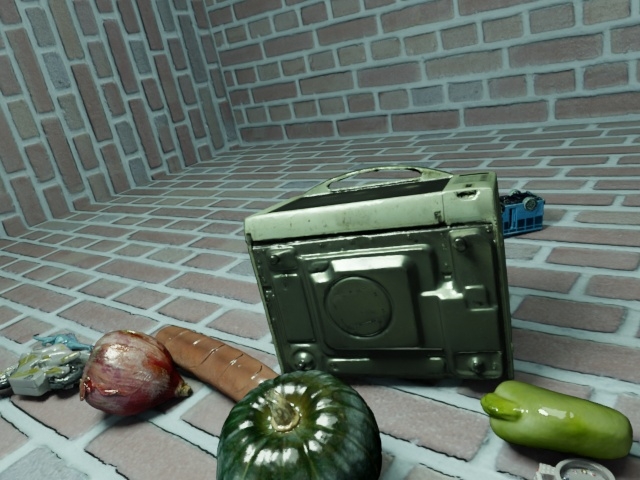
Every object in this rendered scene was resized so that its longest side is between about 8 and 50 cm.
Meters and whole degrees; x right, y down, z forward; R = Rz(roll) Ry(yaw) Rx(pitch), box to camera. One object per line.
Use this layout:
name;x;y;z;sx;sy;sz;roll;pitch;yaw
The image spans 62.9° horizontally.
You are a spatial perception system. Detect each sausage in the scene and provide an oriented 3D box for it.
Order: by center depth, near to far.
sausage;-0.193;0.229;0.968;0.433;0.087;0.088;9;29;45

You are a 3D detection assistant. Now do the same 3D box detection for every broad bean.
broad bean;0.295;0.226;0.666;0.175;0.082;0.124;-4;-18;37

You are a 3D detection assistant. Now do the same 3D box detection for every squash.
squash;-0.028;0.265;0.655;0.218;0.172;0.218;3;48;-3

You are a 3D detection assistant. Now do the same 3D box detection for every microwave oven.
microwave oven;0.109;0.058;0.892;0.395;0.332;0.247;-6;18;20

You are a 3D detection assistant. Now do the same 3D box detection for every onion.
onion;-0.326;0.244;0.947;0.195;0.159;0.159;16;19;-8

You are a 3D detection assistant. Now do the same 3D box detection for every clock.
clock;0.287;0.295;0.581;0.087;0.041;0.129;-1;18;18

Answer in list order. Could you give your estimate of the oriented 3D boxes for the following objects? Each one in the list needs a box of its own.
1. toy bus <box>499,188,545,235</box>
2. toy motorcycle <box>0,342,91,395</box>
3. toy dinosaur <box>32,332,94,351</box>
toy bus;0.463;-0.064;1.329;0.185;0.106;0.090;-9;24;-7
toy motorcycle;-0.576;0.268;1.106;0.225;0.073;0.152;-7;18;16
toy dinosaur;-0.614;0.245;1.232;0.198;0.045;0.080;6;13;24
